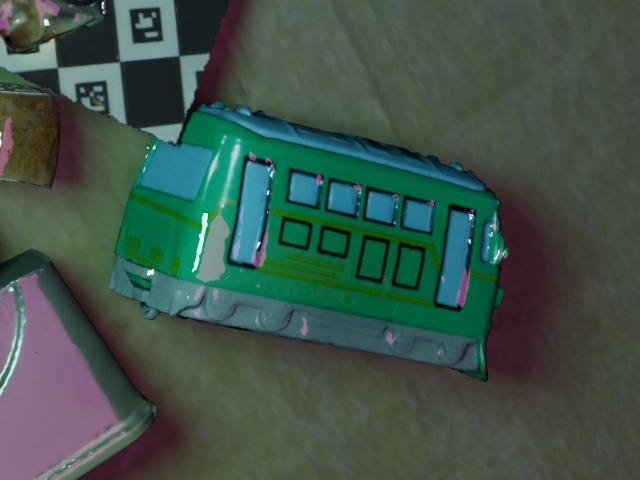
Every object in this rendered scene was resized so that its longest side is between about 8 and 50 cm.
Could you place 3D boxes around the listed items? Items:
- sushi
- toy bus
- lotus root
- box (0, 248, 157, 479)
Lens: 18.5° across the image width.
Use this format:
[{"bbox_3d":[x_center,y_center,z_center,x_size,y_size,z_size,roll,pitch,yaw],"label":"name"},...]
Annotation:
[{"bbox_3d":[-0.201,-0.263,1.651,0.294,0.059,0.292,23,80,-31],"label":"sushi"},{"bbox_3d":[0.000,0.000,1.760,0.344,0.183,0.199,13,91,-29],"label":"toy bus"},{"bbox_3d":[-0.275,-0.090,1.634,0.112,0.122,0.081,7,97,-18],"label":"lotus root"},{"bbox_3d":[-0.300,0.145,1.682,0.274,0.138,0.178,-32,105,-16],"label":"box"}]
